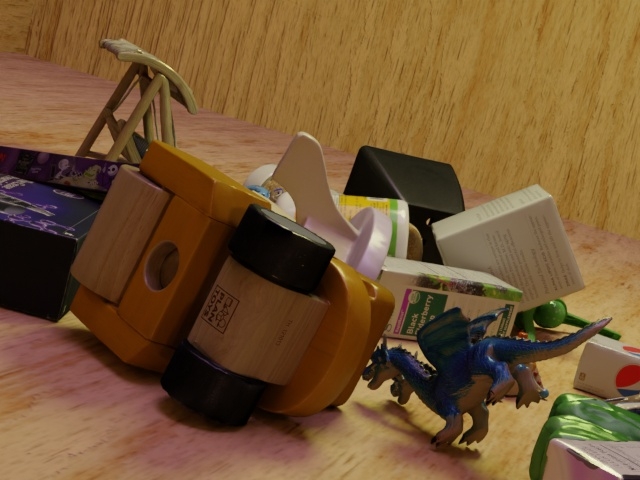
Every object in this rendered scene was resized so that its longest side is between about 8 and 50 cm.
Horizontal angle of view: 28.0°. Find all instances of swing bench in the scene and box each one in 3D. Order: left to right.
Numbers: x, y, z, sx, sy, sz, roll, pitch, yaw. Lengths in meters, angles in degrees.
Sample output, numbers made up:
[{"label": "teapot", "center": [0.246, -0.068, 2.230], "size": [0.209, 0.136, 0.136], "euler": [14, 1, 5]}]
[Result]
[{"label": "swing bench", "center": [-0.319, -0.210, 2.244], "size": [0.165, 0.255, 0.253], "euler": [12, 11, -19]}]

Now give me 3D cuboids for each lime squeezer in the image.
[{"label": "lime squeezer", "center": [0.364, 0.122, 1.999], "size": [0.110, 0.059, 0.310], "euler": [22, 11, 36]}]

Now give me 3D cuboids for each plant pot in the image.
[{"label": "plant pot", "center": [0.146, -0.032, 2.220], "size": [0.187, 0.188, 0.167], "euler": [11, 24, -23]}]

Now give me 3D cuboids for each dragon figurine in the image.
[{"label": "dragon figurine", "center": [0.153, 0.115, 1.315], "size": [0.085, 0.289, 0.144], "euler": [4, 53, -40]}]

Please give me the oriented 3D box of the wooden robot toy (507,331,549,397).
[{"label": "wooden robot toy", "center": [0.229, 0.148, 1.590], "size": [0.173, 0.079, 0.076], "euler": [6, 14, -45]}]

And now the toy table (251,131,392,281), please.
[{"label": "toy table", "center": [-0.024, 0.010, 1.607], "size": [0.161, 0.252, 0.274], "euler": [30, -3, -9]}]

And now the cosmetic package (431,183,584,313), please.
[{"label": "cosmetic package", "center": [0.279, 0.022, 1.939], "size": [0.183, 0.151, 0.151], "euler": [-21, 8, 6]}]

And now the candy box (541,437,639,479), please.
[{"label": "candy box", "center": [0.229, 0.228, 0.897], "size": [0.196, 0.165, 0.070], "euler": [7, 11, -35]}]

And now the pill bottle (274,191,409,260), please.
[{"label": "pill bottle", "center": [0.000, 0.000, 1.859], "size": [0.245, 0.136, 0.136], "euler": [4, 10, 0]}]

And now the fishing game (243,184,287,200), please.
[{"label": "fishing game", "center": [-0.169, -0.053, 2.062], "size": [0.264, 0.041, 0.189], "euler": [-8, 11, 5]}]

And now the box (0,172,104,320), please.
[{"label": "box", "center": [-0.350, -0.001, 1.503], "size": [0.184, 0.103, 0.261], "euler": [18, 10, -1]}]

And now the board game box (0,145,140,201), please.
[{"label": "board game box", "center": [-0.322, -0.067, 1.723], "size": [0.347, 0.056, 0.208], "euler": [9, -17, 28]}]

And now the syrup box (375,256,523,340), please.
[{"label": "syrup box", "center": [0.151, 0.085, 1.777], "size": [0.237, 0.093, 0.096], "euler": [9, 12, -29]}]

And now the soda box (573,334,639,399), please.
[{"label": "soda box", "center": [0.451, 0.192, 1.704], "size": [0.216, 0.069, 0.074], "euler": [18, 10, 17]}]

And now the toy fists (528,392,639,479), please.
[{"label": "toy fists", "center": [0.275, 0.218, 1.239], "size": [0.142, 0.096, 0.279], "euler": [28, 11, 12]}]

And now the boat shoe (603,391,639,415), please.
[{"label": "boat shoe", "center": [0.401, 0.210, 1.539], "size": [0.183, 0.066, 0.066], "euler": [9, 10, -29]}]

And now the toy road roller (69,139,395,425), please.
[{"label": "toy road roller", "center": [-0.079, 0.058, 1.326], "size": [0.240, 0.202, 0.329], "euler": [22, 7, -46]}]

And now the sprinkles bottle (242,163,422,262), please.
[{"label": "sprinkles bottle", "center": [0.010, -0.025, 2.094], "size": [0.121, 0.121, 0.355], "euler": [6, 13, -41]}]
